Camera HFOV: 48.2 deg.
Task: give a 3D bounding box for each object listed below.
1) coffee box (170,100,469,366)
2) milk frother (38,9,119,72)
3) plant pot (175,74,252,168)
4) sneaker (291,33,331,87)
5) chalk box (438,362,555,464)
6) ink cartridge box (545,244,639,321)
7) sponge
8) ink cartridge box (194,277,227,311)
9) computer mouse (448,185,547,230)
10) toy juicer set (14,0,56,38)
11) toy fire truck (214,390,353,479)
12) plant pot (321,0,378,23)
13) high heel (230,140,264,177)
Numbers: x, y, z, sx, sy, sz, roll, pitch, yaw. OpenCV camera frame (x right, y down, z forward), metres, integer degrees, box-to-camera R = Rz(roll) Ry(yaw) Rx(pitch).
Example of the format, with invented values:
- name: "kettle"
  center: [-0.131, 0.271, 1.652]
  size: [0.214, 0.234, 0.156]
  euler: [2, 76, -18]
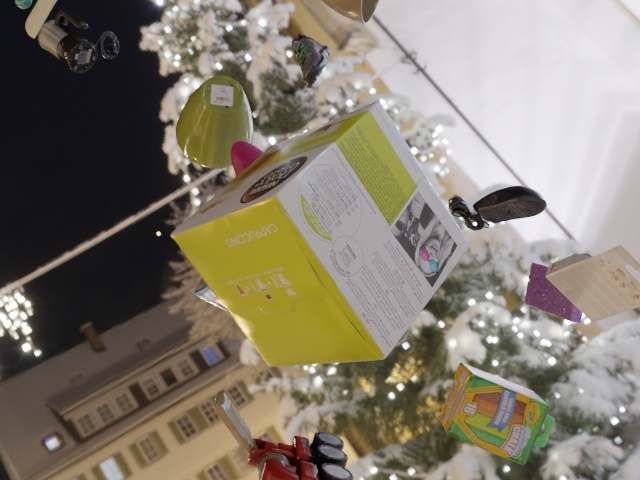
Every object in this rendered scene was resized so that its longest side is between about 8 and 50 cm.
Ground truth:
- name: "coffee box"
  center: [0.000, 0.000, 1.338]
  size: [0.338, 0.338, 0.334]
  euler: [-15, 24, 48]
- name: "milk frother"
  center: [-0.610, -0.503, 1.818]
  size: [0.129, 0.135, 0.143]
  euler: [-57, -24, 11]
- name: "plant pot"
  center: [-0.343, -0.425, 2.419]
  size: [0.275, 0.275, 0.293]
  euler: [-31, -8, -21]
- name: "sneaker"
  center: [-0.038, -0.444, 1.748]
  size: [0.083, 0.098, 0.223]
  euler: [-52, 12, 25]
- name: "chalk box"
  center: [0.367, 0.354, 1.438]
  size: [0.132, 0.213, 0.132]
  euler: [-34, -35, -88]
- name: "ink cartridge box"
  center: [0.544, 0.074, 1.359]
  size: [0.179, 0.145, 0.045]
  euler: [-36, 16, 49]
- name: "sponge"
  center: [0.598, 0.129, 1.824]
  size: [0.031, 0.117, 0.210]
  euler: [7, 6, -17]
- name: "ink cartridge box"
  center: [-0.143, 0.116, 1.894]
  size: [0.395, 0.270, 0.151]
  euler: [-27, 37, 62]
- name: "computer mouse"
  center: [0.529, -0.111, 2.104]
  size: [0.272, 0.072, 0.188]
  euler: [-10, -31, 35]
- name: "toy juicer set"
  center: [-0.580, -0.581, 1.424]
  size: [0.209, 0.329, 0.089]
  euler: [-39, -5, 3]
- name: "toy fire truck"
  center: [-0.079, 0.375, 1.216]
  size: [0.217, 0.246, 0.158]
  euler: [-122, 48, -82]
- name: "plant pot"
  center: [0.053, -0.695, 1.748]
  size: [0.284, 0.191, 0.284]
  euler: [17, -90, -80]
- name: "high heel"
  center: [-0.119, -0.129, 1.915]
  size: [0.127, 0.377, 0.181]
  euler: [-40, -4, -5]
